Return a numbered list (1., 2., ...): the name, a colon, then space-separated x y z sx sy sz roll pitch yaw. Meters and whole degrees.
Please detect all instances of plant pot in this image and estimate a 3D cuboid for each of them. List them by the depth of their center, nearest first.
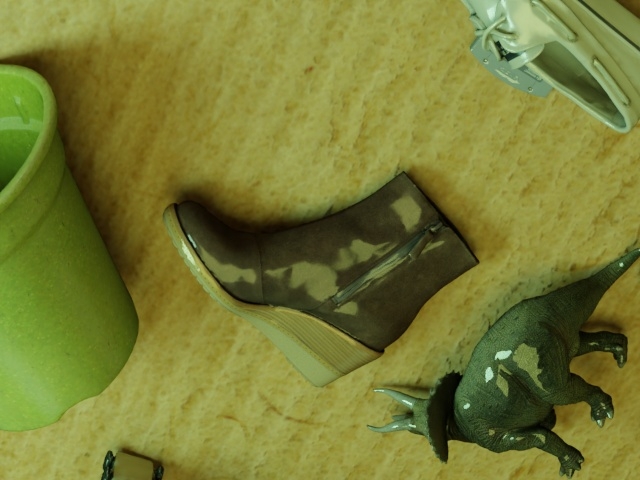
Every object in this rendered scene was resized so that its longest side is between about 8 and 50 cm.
1. plant pot: -0.299 0.027 1.461 0.276 0.276 0.254 -19 128 14

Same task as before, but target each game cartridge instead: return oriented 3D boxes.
1. game cartridge: 0.177 -0.164 1.435 0.083 0.017 0.056 31 114 -13

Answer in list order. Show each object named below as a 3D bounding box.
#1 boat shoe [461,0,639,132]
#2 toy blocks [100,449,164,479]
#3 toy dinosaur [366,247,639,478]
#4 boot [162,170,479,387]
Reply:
1. boat shoe: 0.174 -0.185 1.367 0.267 0.096 0.088 33 74 -21
2. toy blocks: -0.120 0.426 1.642 0.309 0.288 0.260 19 114 -11
3. toy dinosaur: 0.197 0.129 1.545 0.160 0.121 0.313 24 124 -25
4. boot: 0.000 0.000 1.522 0.207 0.090 0.248 -42 108 11
